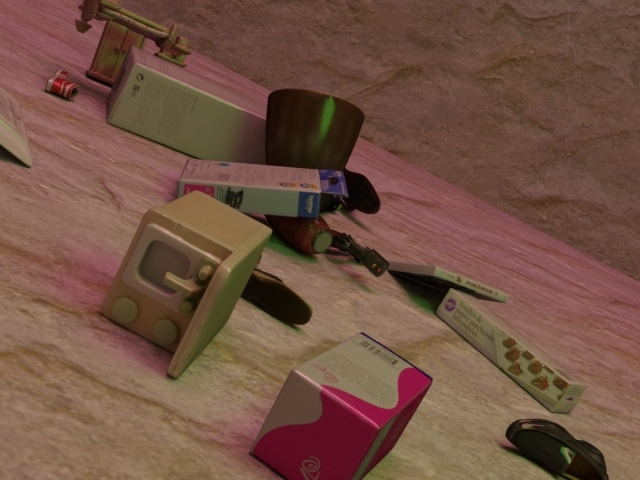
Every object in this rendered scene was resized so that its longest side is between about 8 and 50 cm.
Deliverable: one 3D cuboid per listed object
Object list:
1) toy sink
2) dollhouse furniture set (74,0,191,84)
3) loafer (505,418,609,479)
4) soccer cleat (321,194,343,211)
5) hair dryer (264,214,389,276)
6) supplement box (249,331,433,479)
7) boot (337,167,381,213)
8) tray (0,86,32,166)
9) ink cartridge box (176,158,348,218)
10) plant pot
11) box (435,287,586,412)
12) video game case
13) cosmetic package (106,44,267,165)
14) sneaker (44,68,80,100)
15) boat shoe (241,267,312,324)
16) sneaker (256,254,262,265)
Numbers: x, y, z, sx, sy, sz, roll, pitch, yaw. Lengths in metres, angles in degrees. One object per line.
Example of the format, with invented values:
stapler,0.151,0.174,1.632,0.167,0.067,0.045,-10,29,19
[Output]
toy sink,-0.170,0.043,1.096,0.131,0.153,0.234,28,15,2
dollhouse furniture set,-0.436,-0.449,2.124,0.303,0.174,0.355,19,2,-26
loafer,0.347,0.308,1.283,0.170,0.062,0.061,22,20,-13
soccer cleat,0.022,-0.096,2.116,0.072,0.060,0.179,38,12,-9
hair dryer,0.000,0.000,1.763,0.293,0.080,0.223,33,-2,1
supplement box,0.031,0.194,1.005,0.111,0.114,0.220,33,14,17
boot,0.095,-0.116,2.219,0.219,0.082,0.106,44,1,40
tray,-0.544,-0.221,1.490,0.145,0.030,0.270,44,3,-34
ink cartridge box,-0.107,-0.098,1.681,0.311,0.065,0.186,2,17,-3
plant pot,-0.031,-0.178,1.906,0.215,0.230,0.215,11,-11,2
box,0.347,0.200,1.649,0.067,0.063,0.324,15,19,-44
video game case,0.259,0.084,1.832,0.183,0.023,0.201,21,-6,-23
cosmetic package,-0.284,-0.291,2.051,0.385,0.156,0.217,23,15,-21
sneaker,-0.559,-0.342,1.954,0.067,0.042,0.118,21,23,-9
boat shoe,-0.074,0.075,1.343,0.152,0.056,0.049,30,20,12
sneaker,-0.118,0.006,1.486,0.061,0.065,0.158,26,15,-6
